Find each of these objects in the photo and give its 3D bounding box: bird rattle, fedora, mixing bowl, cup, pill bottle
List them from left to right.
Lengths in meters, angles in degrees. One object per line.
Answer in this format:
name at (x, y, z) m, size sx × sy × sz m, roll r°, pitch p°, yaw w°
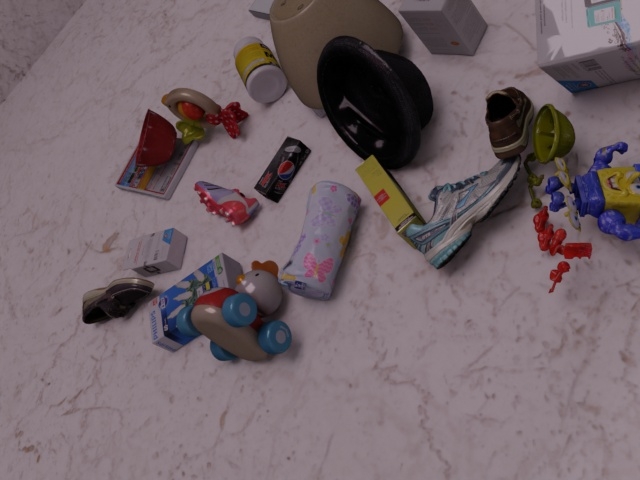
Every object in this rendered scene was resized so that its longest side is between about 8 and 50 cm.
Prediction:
mixing bowl at (-0.493, -0.300, 2.193) m, size 0.181 × 0.098 × 0.181 m, roll -168°, pitch 90°, yaw -70°
bird rattle at (-0.350, -0.366, 2.109) m, size 0.254 × 0.207 × 0.143 m, roll 9°, pitch 71°, yaw 46°
pill bottle at (-0.182, -0.503, 2.116) m, size 0.119 × 0.119 × 0.208 m, roll -39°, pitch 46°, yaw 13°
cup at (0.007, -0.536, 1.836) m, size 0.331 × 0.237 × 0.331 m, roll -23°, pitch 46°, yaw 26°
fedora at (0.144, -0.335, 1.681) m, size 0.153 × 0.333 × 0.334 m, roll -32°, pitch 36°, yaw -29°

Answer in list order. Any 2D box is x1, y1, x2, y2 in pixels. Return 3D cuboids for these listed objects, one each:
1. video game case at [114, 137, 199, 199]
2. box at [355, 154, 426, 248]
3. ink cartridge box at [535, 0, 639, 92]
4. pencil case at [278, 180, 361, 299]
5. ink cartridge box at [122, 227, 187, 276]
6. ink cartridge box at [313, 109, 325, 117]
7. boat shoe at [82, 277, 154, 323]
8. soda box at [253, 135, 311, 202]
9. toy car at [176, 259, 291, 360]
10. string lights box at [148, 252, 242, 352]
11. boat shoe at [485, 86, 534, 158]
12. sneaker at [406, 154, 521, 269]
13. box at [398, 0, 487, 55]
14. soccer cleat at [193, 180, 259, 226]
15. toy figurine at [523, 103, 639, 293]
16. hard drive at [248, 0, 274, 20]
video game case at (-0.520, -0.237, 2.285) m, size 0.285 × 0.025 × 0.204 m, roll 14°, pitch 73°, yaw 42°
box at (0.161, -0.089, 1.602) m, size 0.058 × 0.087 × 0.232 m, roll -40°, pitch 47°, yaw 13°
ink cartridge box at (0.572, -0.421, 1.367) m, size 0.270 × 0.198 × 0.197 m, roll -6°, pitch 81°, yaw 36°
pencil case at (0.000, 0.000, 1.653) m, size 0.124 × 0.113 × 0.273 m, roll 13°, pitch 70°, yaw 20°
ink cartridge box at (-0.468, 0.038, 2.044) m, size 0.180 × 0.060 × 0.104 m, roll -13°, pitch 57°, yaw 33°
ink cartridge box at (0.063, -0.422, 1.917) m, size 0.207 × 0.046 × 0.097 m, roll -30°, pitch 46°, yaw 20°
boat shoe at (-0.567, 0.173, 2.017) m, size 0.285 × 0.103 × 0.092 m, roll -17°, pitch 59°, yaw 35°
soda box at (-0.099, -0.186, 1.895) m, size 0.060 × 0.053 × 0.168 m, roll 26°, pitch 82°, yaw 45°
toy car at (-0.170, 0.133, 1.662) m, size 0.219 × 0.210 × 0.237 m, roll -17°, pitch 40°, yaw 44°
string lights box at (-0.312, 0.159, 1.830) m, size 0.260 × 0.077 × 0.133 m, roll -33°, pitch 49°, yaw 18°
boat shoe at (0.379, -0.268, 1.475) m, size 0.095 × 0.095 × 0.257 m, roll -21°, pitch 27°, yaw 22°
sneaker at (0.285, -0.083, 1.449) m, size 0.122 × 0.110 × 0.283 m, roll 41°, pitch 91°, yaw 10°
box at (0.291, -0.526, 1.713) m, size 0.130 × 0.170 × 0.091 m, roll 17°, pitch 76°, yaw 44°
soccer cleat at (-0.260, -0.113, 1.972) m, size 0.095 × 0.083 × 0.248 m, roll -35°, pitch 38°, yaw -19°
toy figurine at (0.513, -0.083, 1.315) m, size 0.217 × 0.191 × 0.362 m, roll 1°, pitch 48°, yaw 4°
hard drive at (-0.080, -0.832, 2.299) m, size 0.203 × 0.040 × 0.307 m, roll 29°, pitch 83°, yaw 45°
